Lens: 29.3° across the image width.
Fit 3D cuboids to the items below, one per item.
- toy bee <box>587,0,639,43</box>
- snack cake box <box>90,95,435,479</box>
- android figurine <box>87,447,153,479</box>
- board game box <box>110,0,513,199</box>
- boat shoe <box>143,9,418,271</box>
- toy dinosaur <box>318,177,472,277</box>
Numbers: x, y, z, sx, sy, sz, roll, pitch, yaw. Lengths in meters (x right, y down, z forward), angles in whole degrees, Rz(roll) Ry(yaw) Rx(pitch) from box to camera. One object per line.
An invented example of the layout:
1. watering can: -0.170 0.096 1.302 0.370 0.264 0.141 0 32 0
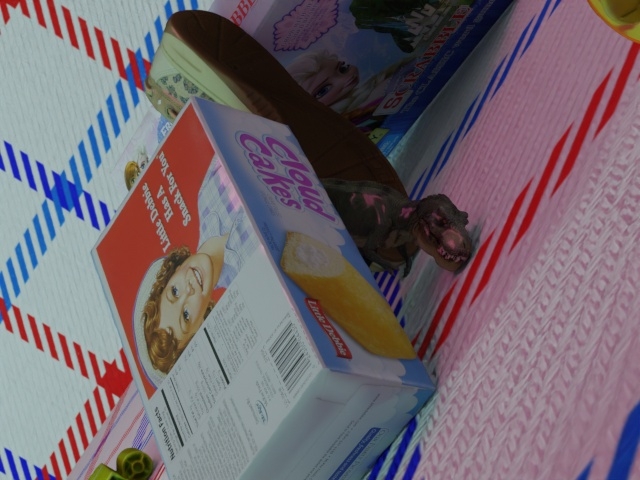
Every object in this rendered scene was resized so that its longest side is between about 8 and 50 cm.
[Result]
1. toy bee: 0.177 -0.151 0.545 0.195 0.162 0.298 -27 18 -7
2. snack cake box: -0.050 0.047 0.795 0.152 0.089 0.264 -54 42 26
3. android figurine: -0.310 0.387 1.637 0.248 0.056 0.273 -60 9 -15
4. board game box: -0.006 -0.156 1.213 0.318 0.066 0.318 -10 -31 -42
5. boat shoe: -0.034 -0.070 1.003 0.105 0.285 0.089 -17 -31 -50
6. toy dinosaur: 0.000 0.000 0.900 0.064 0.268 0.118 -18 -61 -53
